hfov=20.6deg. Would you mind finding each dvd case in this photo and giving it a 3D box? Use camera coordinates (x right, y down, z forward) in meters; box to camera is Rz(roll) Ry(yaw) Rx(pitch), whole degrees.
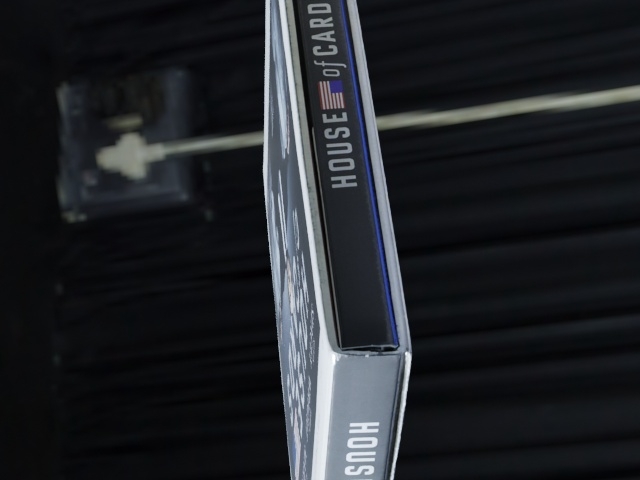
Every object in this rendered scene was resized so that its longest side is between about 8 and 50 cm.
[{"bbox_3d":[0.000,0.000,0.665,0.179,0.029,0.238,94,173,-49],"label":"dvd case"}]
